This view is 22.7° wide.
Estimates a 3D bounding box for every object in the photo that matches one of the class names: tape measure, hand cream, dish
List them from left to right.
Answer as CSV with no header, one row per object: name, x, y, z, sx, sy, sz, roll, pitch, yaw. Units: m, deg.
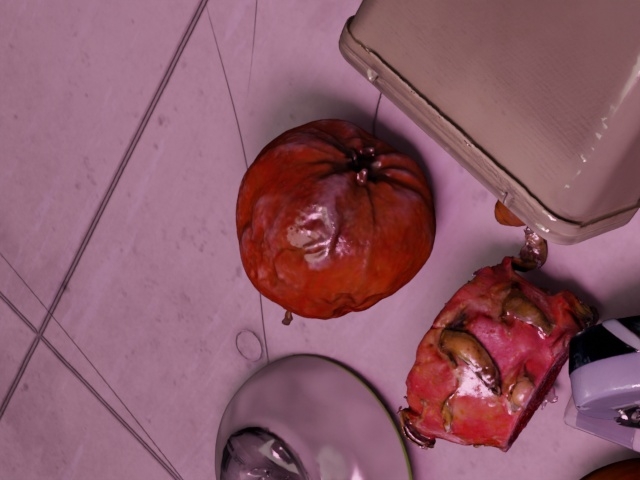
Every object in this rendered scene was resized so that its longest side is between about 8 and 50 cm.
dish,-0.039,0.319,2.077,0.324,0.124,0.324,12,107,42
tape measure,0.356,0.139,1.695,0.181,0.182,0.107,-28,60,48
hand cream,0.394,0.219,1.782,0.255,0.048,0.079,15,73,35

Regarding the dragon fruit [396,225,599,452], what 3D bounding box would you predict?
dragon fruit,0.211,0.134,1.788,0.147,0.211,0.282,36,91,27

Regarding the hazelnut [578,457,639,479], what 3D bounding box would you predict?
hazelnut,0.336,0.348,1.781,0.208,0.208,0.208,16,119,32

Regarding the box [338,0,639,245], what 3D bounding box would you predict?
box,0.234,-0.237,1.603,0.352,0.177,0.344,46,129,24

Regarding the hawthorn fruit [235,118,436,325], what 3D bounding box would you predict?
hawthorn fruit,0.000,0.000,1.874,0.242,0.242,0.271,43,130,15

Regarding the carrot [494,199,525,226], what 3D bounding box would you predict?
carrot,0.280,-0.069,1.754,0.216,0.048,0.048,-28,91,36
